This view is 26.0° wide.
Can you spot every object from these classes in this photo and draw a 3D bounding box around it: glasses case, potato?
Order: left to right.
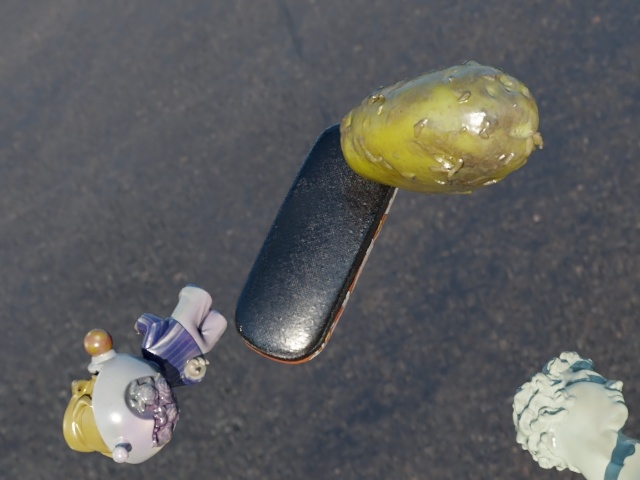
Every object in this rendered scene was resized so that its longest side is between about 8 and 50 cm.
[{"bbox_3d":[0.000,0.000,1.442,0.103,0.067,0.267,23,76,12],"label":"glasses case"},{"bbox_3d":[0.108,-0.098,1.320,0.251,0.149,0.113,-16,69,55],"label":"potato"}]

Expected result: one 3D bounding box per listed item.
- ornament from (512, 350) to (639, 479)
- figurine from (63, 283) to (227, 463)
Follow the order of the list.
[{"bbox_3d":[0.316,0.233,1.511,0.130,0.120,0.285,-37,37,-6],"label":"ornament"},{"bbox_3d":[-0.216,0.186,1.836,0.133,0.194,0.274,3,21,40],"label":"figurine"}]
